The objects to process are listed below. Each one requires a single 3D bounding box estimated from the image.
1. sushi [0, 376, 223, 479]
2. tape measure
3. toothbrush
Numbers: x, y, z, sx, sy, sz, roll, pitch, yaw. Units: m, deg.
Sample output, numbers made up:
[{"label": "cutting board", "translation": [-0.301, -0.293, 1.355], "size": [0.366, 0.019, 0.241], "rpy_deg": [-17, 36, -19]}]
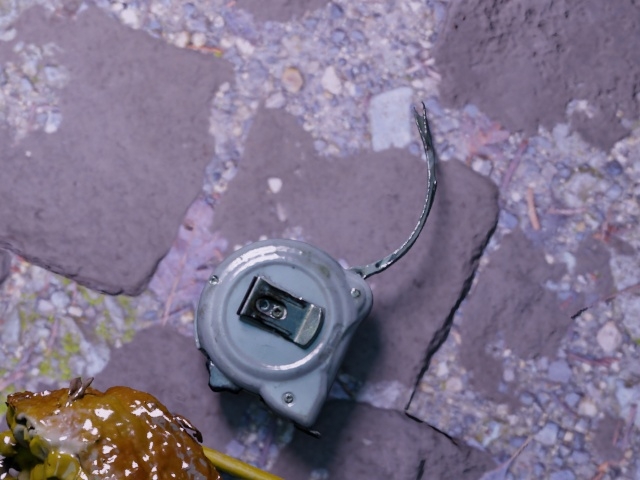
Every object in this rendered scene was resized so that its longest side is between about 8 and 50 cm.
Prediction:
[{"label": "sushi", "translation": [-0.176, 0.245, 1.701], "size": [0.179, 0.167, 0.296], "rpy_deg": [-35, 88, -36]}, {"label": "tape measure", "translation": [0.001, 0.000, 1.787], "size": [0.164, 0.084, 0.330], "rpy_deg": [23, 81, -2]}, {"label": "toothbrush", "translation": [-0.047, 0.217, 1.774], "size": [0.288, 0.021, 0.024], "rpy_deg": [22, 69, 2]}]
